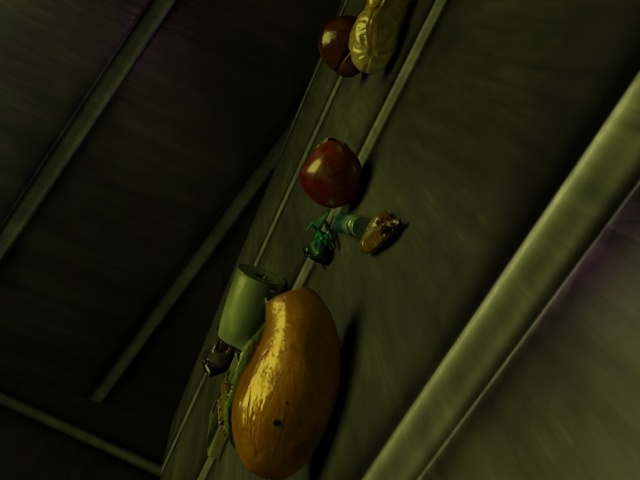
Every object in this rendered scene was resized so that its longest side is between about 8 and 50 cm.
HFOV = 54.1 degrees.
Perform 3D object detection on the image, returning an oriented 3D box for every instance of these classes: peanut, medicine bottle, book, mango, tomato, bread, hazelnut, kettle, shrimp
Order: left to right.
[{"bbox_3d":[-0.328,0.562,2.183,0.371,0.043,0.260,-146,79,-78],"label":"book"},{"bbox_3d":[-0.217,0.231,2.007,0.240,0.165,0.255,31,102,49],"label":"kettle"},{"bbox_3d":[-0.110,0.297,1.315,0.301,0.045,0.301,12,-90,-67],"label":"bread"},{"bbox_3d":[-0.055,0.256,1.151,0.144,0.187,0.359,56,-132,-63],"label":"mango"},{"bbox_3d":[0.027,-0.162,1.537,0.167,0.167,0.167,-159,90,-78],"label":"tomato"},{"bbox_3d":[0.100,-0.631,1.995,0.208,0.208,0.208,-159,90,-78],"label":"hazelnut"},{"bbox_3d":[0.070,-0.035,1.394,0.191,0.051,0.051,-156,87,-79],"label":"medicine bottle"},{"bbox_3d":[0.112,-0.021,1.201,0.091,0.043,0.184,-68,11,-9],"label":"shrimp"},{"bbox_3d":[0.168,-0.607,1.723,0.305,0.147,0.147,-68,12,-8],"label":"peanut"}]

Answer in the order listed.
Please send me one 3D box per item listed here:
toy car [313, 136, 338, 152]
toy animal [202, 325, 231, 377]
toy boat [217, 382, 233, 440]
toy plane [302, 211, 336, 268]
[{"bbox_3d":[0.009,-0.257,1.994,0.170,0.070,0.080,-80,17,-45],"label":"toy car"},{"bbox_3d":[-0.403,0.455,2.510,0.185,0.122,0.298,-59,8,22],"label":"toy animal"},{"bbox_3d":[-0.282,0.528,1.932,0.077,0.057,0.200,-51,34,29],"label":"toy boat"},{"bbox_3d":[0.000,0.000,1.631,0.096,0.060,0.235,-57,18,17],"label":"toy plane"}]
